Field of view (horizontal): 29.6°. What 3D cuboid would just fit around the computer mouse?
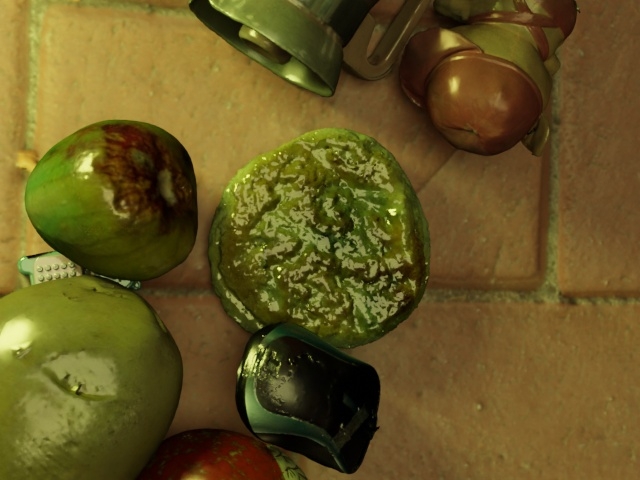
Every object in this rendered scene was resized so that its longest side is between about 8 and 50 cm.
[{"bbox_3d":[0.002,0.182,1.386,0.233,0.096,0.137,33,69,-43],"label":"computer mouse"}]

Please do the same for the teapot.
[{"bbox_3d":[0.033,-0.351,1.405,0.300,0.253,0.344,34,88,-42],"label":"teapot"}]

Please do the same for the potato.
[{"bbox_3d":[-0.298,0.188,1.300,0.243,0.221,0.326,38,85,-11],"label":"potato"}]

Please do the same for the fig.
[{"bbox_3d":[-0.234,-0.045,1.354,0.191,0.181,0.181,2,87,13],"label":"fig"}]

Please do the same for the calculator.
[{"bbox_3d":[-0.279,0.043,1.412,0.141,0.019,0.094,-9,87,-13],"label":"calculator"}]

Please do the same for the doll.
[{"bbox_3d":[0.208,-0.222,1.469,0.196,0.152,0.256,17,66,19],"label":"doll"}]

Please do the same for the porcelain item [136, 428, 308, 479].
[{"bbox_3d":[-0.109,0.329,1.335,0.252,0.253,0.253,0,88,-13],"label":"porcelain item"}]

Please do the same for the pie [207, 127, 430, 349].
[{"bbox_3d":[0.000,0.000,1.449,0.276,0.078,0.277,1,86,-13],"label":"pie"}]
